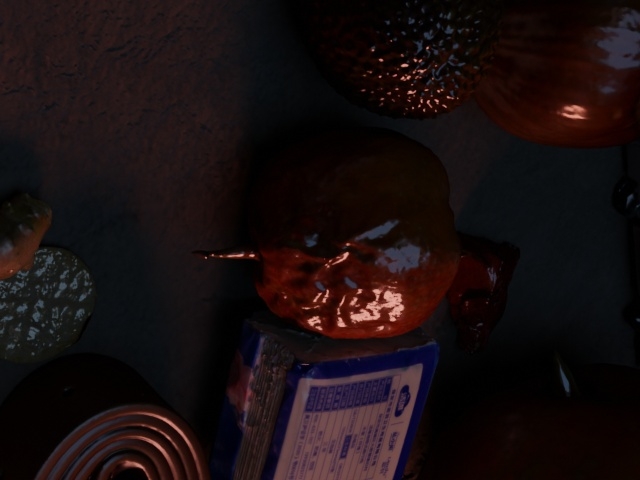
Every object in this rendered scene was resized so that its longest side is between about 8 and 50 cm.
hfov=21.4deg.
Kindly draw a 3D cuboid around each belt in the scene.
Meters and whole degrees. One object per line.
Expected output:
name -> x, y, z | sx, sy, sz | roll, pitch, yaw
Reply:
belt -> -0.219, 0.282, 1.590 | 0.217, 0.122, 0.338 | -3, 114, -32

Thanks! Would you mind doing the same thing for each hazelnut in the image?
hazelnut -> 0.245, -0.187, 1.629 | 0.181, 0.181, 0.212 | -35, 145, -43

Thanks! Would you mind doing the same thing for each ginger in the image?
ginger -> -0.353, 0.019, 1.412 | 0.288, 0.075, 0.089 | -14, 126, -30

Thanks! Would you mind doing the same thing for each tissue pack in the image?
tissue pack -> -0.014, 0.202, 1.661 | 0.209, 0.137, 0.269 | -8, 119, -48

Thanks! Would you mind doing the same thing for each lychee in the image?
lychee -> 0.072, -0.194, 1.508 | 0.194, 0.194, 0.194 | -14, 119, -26

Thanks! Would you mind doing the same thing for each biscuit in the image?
biscuit -> -0.257, 0.058, 1.525 | 0.120, 0.015, 0.120 | -13, 119, -26

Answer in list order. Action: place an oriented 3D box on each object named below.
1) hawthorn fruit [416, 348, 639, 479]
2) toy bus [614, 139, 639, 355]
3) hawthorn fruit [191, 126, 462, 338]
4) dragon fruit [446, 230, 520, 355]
hawthorn fruit -> 0.270, 0.302, 1.759 | 0.403, 0.403, 0.403 | -14, 119, -26
toy bus -> 0.412, 0.017, 1.867 | 0.138, 0.112, 0.317 | -25, 124, -25
hawthorn fruit -> 0.000, 0.000, 1.550 | 0.243, 0.207, 0.207 | -9, 118, -14
dragon fruit -> 0.171, 0.065, 1.763 | 0.097, 0.063, 0.131 | 5, 109, -33
